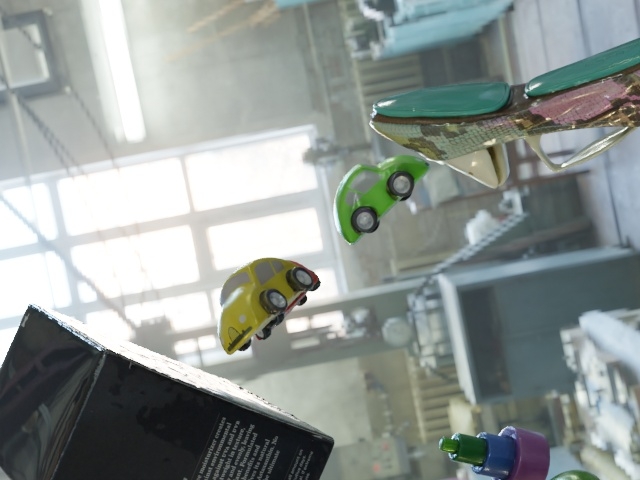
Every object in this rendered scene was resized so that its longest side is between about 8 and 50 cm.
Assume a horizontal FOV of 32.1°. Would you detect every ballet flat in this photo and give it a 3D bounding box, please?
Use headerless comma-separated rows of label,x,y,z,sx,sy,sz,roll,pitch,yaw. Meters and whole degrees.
ballet flat,0.145,-0.082,0.784,0.077,0.221,0.079,-60,-45,-58

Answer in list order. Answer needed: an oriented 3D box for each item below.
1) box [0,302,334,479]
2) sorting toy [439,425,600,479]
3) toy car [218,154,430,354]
box,-0.199,0.222,1.258,0.296,0.294,0.183,13,77,60
sorting toy,0.180,0.267,0.968,0.365,0.126,0.127,-112,39,-66
toy car,0.000,0.000,0.959,0.053,0.225,0.239,46,-177,3
